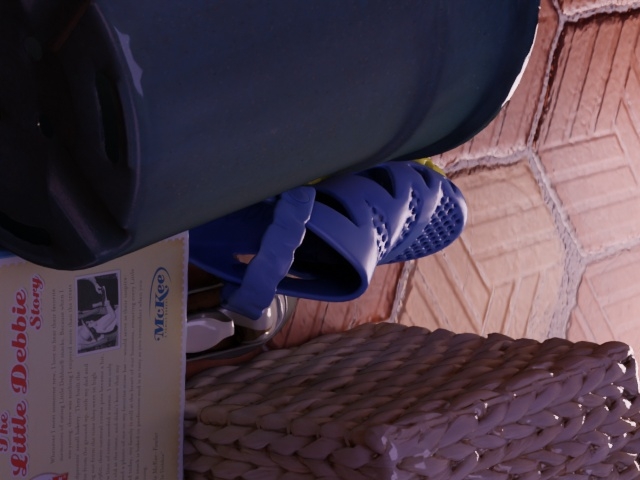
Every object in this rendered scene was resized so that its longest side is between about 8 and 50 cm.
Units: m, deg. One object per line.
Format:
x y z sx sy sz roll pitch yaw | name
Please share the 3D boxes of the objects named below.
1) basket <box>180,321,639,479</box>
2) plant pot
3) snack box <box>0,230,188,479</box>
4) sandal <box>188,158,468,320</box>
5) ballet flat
0.060 0.226 1.342 0.331 0.328 0.266 -12 100 -44 | basket
-0.089 -0.156 1.149 0.334 0.341 0.341 -30 114 -40 | plant pot
-0.183 0.152 1.209 0.187 0.060 0.322 -9 107 -46 | snack box
0.000 0.000 1.373 0.317 0.138 0.126 -5 135 -39 | sandal
-0.078 0.066 1.369 0.213 0.068 0.072 -11 102 -45 | ballet flat
